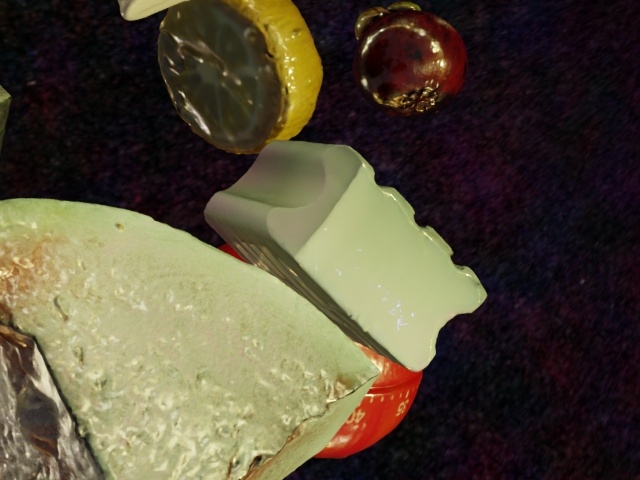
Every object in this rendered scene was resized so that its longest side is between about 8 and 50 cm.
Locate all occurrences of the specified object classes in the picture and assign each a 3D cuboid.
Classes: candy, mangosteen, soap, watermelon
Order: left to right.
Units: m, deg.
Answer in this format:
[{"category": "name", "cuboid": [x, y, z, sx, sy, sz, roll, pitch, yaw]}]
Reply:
[{"category": "watermelon", "cuboid": [-0.148, 0.134, 0.699, 0.320, 0.213, 0.289, 29, 116, -31]}, {"category": "candy", "cuboid": [-0.115, -0.246, 1.570, 0.260, 0.118, 0.260, 24, 129, 32]}, {"category": "soap", "cuboid": [0.000, 0.000, 1.144, 0.115, 0.347, 0.208, -47, 109, -8]}, {"category": "mangosteen", "cuboid": [0.128, -0.280, 1.679, 0.200, 0.200, 0.199, 9, 111, 25]}]

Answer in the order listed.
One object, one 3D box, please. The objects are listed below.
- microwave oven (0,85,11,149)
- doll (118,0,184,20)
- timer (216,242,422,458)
[{"category": "microwave oven", "cuboid": [-0.408, -0.020, 0.947, 0.181, 0.237, 0.295, 39, 120, 41]}, {"category": "doll", "cuboid": [-0.096, -0.240, 0.650, 0.183, 0.085, 0.217, -33, 65, -8]}, {"category": "timer", "cuboid": [-0.034, 0.145, 1.626, 0.378, 0.378, 0.279, 21, 105, 20]}]
